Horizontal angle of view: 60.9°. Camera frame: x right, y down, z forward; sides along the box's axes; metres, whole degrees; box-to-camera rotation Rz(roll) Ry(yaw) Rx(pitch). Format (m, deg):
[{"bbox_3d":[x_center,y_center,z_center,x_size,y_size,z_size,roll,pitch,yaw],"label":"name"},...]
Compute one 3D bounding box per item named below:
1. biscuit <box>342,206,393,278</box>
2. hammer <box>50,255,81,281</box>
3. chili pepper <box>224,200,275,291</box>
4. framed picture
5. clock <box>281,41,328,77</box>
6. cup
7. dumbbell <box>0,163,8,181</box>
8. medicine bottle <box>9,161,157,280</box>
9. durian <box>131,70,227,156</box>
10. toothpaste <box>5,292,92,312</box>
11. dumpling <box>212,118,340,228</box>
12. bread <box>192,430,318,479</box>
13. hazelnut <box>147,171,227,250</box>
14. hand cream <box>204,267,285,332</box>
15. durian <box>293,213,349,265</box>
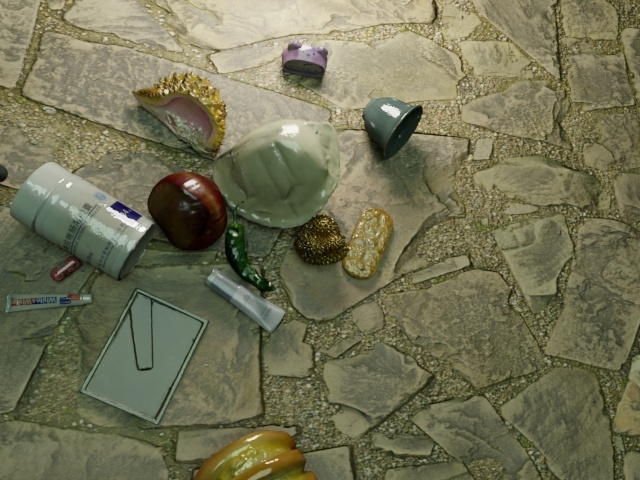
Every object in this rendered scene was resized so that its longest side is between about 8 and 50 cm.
[{"bbox_3d":[0.153,0.007,1.734,0.118,0.029,0.247,25,73,-7],"label":"biscuit"},{"bbox_3d":[-0.702,0.077,1.497,0.083,0.043,0.043,-41,90,-19],"label":"hammer"},{"bbox_3d":[-0.228,0.034,1.588,0.122,0.065,0.279,-25,86,19],"label":"chili pepper"},{"bbox_3d":[-0.483,0.317,1.509,0.232,0.024,0.315,27,74,-7],"label":"framed picture"},{"bbox_3d":[-0.049,-0.587,1.775,0.152,0.110,0.050,7,74,-12],"label":"clock"},{"bbox_3d":[0.217,-0.393,1.778,0.150,0.199,0.199,39,70,17],"label":"cup"},{"bbox_3d":[-0.954,-0.073,1.397,0.179,0.179,0.406,17,74,-10],"label":"dumbbell"},{"bbox_3d":[-0.634,-0.053,1.466,0.332,0.190,0.190,31,72,-6],"label":"medicine bottle"},{"bbox_3d":[-0.389,-0.430,1.666,0.305,0.185,0.196,32,49,3],"label":"durian"},{"bbox_3d":[-0.735,0.165,1.477,0.218,0.033,0.052,-3,74,-10],"label":"toothpaste"},{"bbox_3d":[-0.124,-0.191,1.613,0.394,0.233,0.316,-13,86,2],"label":"dumpling"},{"bbox_3d":[-0.167,0.645,1.417,0.315,0.211,0.270,-24,83,-21],"label":"bread"},{"bbox_3d":[-0.364,-0.086,1.547,0.229,0.229,0.230,3,77,-13],"label":"hazelnut"},{"bbox_3d":[-0.222,0.174,1.592,0.255,0.048,0.079,35,70,-5],"label":"hand cream"},{"bbox_3d":[0.000,0.000,1.649,0.168,0.137,0.158,-10,60,-2],"label":"durian"}]
